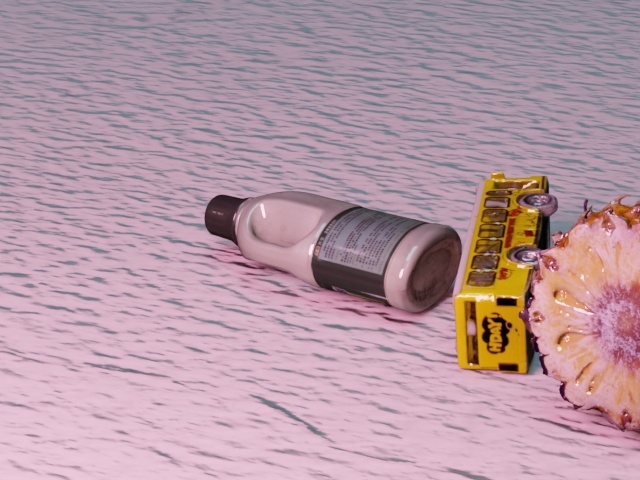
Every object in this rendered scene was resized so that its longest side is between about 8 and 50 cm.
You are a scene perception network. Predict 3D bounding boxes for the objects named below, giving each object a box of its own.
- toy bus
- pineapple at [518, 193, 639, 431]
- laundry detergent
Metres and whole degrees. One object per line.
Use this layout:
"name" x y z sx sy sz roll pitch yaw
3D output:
"toy bus" 0.153 0.026 1.595 0.074 0.081 0.226 -1 27 11
"pineapple" 0.246 0.041 1.436 0.161 0.176 0.137 15 26 29
"laundry detergent" 0.000 0.000 1.659 0.225 0.070 0.099 15 35 30
